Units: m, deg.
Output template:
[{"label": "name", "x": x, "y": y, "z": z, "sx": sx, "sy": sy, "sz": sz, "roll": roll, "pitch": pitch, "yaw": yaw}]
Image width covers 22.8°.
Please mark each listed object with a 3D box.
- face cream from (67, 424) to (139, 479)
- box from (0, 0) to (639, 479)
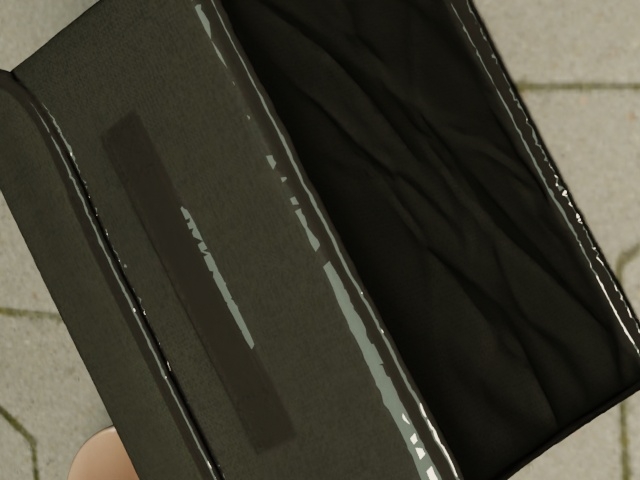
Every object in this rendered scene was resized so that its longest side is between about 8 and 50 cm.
[{"label": "face cream", "x": -0.093, "y": 0.188, "z": 1.128, "sx": 0.149, "sy": 0.104, "sz": 0.149, "roll": 9, "pitch": 106, "yaw": 34}, {"label": "box", "x": -0.001, "y": 0.000, "z": 0.930, "sx": 0.204, "sy": 0.251, "sz": 0.345, "roll": -31, "pitch": 84, "yaw": 36}]
